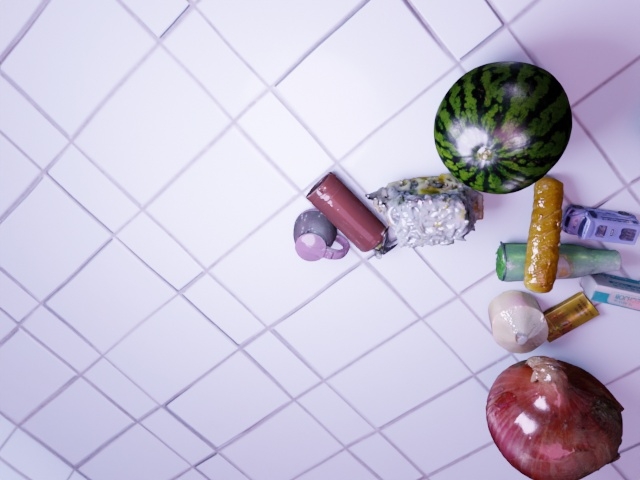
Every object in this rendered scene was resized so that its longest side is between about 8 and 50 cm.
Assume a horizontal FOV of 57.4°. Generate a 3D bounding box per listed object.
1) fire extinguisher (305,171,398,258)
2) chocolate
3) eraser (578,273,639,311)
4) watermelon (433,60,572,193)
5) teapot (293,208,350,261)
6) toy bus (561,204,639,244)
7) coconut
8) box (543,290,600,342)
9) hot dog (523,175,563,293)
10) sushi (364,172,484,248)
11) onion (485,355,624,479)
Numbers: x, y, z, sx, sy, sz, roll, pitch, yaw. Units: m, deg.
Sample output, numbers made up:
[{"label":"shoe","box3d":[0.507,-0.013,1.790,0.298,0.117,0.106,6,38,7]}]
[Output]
[{"label":"fire extinguisher","box3d":[0.091,-0.054,1.496,0.269,0.104,0.105,43,114,-11]},{"label":"chocolate","box3d":[0.601,0.054,1.483,0.292,0.110,0.110,-1,116,6]},{"label":"eraser","box3d":[0.793,0.136,1.497,0.225,0.095,0.052,13,113,1]},{"label":"watermelon","box3d":[0.391,-0.242,1.269,0.286,0.285,0.284,3,117,6]},{"label":"teapot","box3d":[-0.009,0.004,1.508,0.116,0.146,0.148,-35,108,21]},{"label":"toy bus","box3d":[0.687,-0.036,1.436,0.168,0.076,0.073,7,117,4]},{"label":"coconut","box3d":[0.518,0.217,1.542,0.147,0.152,0.147,2,115,5]},{"label":"box","box3d":[0.665,0.208,1.590,0.156,0.022,0.089,-36,106,22]},{"label":"hot dog","box3d":[0.539,-0.014,1.414,0.088,0.061,0.285,1,87,14]},{"label":"sushi","box3d":[0.254,-0.074,1.413,0.275,0.184,0.139,-5,114,11]},{"label":"onion","box3d":[0.622,0.472,1.565,0.354,0.353,0.353,3,117,6]}]
